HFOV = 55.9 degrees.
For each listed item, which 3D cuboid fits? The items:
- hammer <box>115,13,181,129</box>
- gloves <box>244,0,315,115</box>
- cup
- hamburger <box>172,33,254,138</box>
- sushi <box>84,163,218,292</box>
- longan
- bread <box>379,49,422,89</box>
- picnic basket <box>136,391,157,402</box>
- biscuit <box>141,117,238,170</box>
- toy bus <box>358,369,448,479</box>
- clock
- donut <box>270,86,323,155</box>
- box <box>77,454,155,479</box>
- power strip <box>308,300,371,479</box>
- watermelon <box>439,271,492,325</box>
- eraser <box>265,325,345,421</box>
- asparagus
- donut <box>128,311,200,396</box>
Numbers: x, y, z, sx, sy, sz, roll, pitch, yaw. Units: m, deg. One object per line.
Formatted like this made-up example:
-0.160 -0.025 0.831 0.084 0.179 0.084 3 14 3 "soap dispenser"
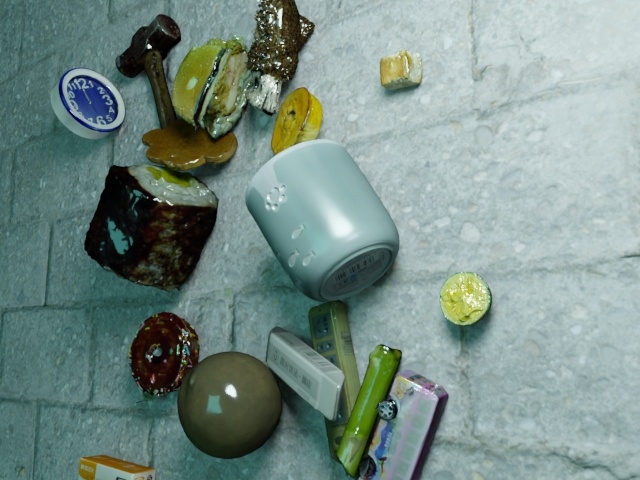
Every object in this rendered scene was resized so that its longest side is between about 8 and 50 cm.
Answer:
-0.505 -0.481 1.892 0.242 0.095 0.409 -29 72 32 "hammer"
-0.110 -0.482 1.506 0.135 0.210 0.312 16 119 10 "gloves"
0.000 0.000 1.328 0.274 0.259 0.356 58 148 29 "cup"
-0.292 -0.430 1.640 0.192 0.167 0.288 25 91 42 "hamburger"
-0.465 -0.046 1.646 0.294 0.299 0.281 -61 38 16 "sushi"
-0.213 0.378 1.403 0.258 0.258 0.258 -7 79 37 "longan"
0.180 -0.376 1.334 0.083 0.077 0.070 -3 93 38 "bread"
-0.492 0.429 1.727 0.083 0.083 0.065 14 97 42 "picnic basket"
-0.370 -0.265 1.686 0.290 0.041 0.208 11 48 19 "biscuit"
0.159 0.406 1.215 0.112 0.090 0.274 22 98 29 "toy bus"
-0.761 -0.448 1.983 0.083 0.230 0.230 -27 67 37 "clock"
-0.056 -0.285 1.494 0.162 0.065 0.178 14 87 57 "donut"
-0.603 0.758 1.755 0.274 0.091 0.221 -6 79 37 "box"
0.041 0.327 1.335 0.092 0.066 0.387 -23 69 36 "power strip"
0.288 0.116 1.175 0.105 0.062 0.105 -13 68 34 "watermelon"
-0.040 0.285 1.345 0.352 0.061 0.089 22 108 56 "eraser"
0.095 0.348 1.247 0.060 0.067 0.277 16 74 30 "asparagus"
-0.429 0.317 1.675 0.235 0.089 0.235 -11 68 30 "donut"
